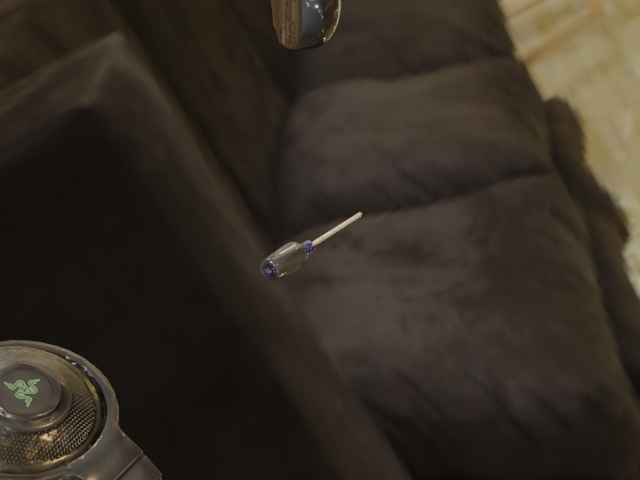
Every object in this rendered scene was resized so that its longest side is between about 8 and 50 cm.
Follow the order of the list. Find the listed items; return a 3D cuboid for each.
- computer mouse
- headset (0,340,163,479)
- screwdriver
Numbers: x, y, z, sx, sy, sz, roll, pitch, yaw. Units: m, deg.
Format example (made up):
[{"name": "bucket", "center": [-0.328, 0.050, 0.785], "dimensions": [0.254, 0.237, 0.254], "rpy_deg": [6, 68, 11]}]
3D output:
[{"name": "computer mouse", "center": [-0.029, -0.212, 1.405], "dimensions": [0.242, 0.041, 0.071], "rpy_deg": [-131, -142, -63]}, {"name": "headset", "center": [-0.252, 0.174, 1.135], "dimensions": [0.394, 0.243, 0.185], "rpy_deg": [46, 44, 0]}, {"name": "screwdriver", "center": [0.000, 0.000, 1.414], "dimensions": [0.170, 0.025, 0.024], "rpy_deg": [-30, 103, -52]}]
